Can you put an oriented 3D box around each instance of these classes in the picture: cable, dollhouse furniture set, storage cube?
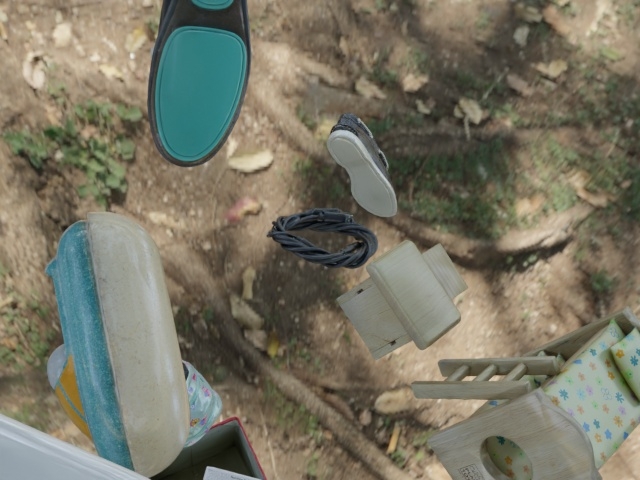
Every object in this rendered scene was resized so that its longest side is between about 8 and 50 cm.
[{"bbox_3d":[0.000,0.000,1.723,0.185,0.047,0.150,-1,36,-24],"label":"cable"},{"bbox_3d":[0.133,0.042,0.617,0.182,0.101,0.161,-31,86,-42],"label":"dollhouse furniture set"},{"bbox_3d":[-0.193,0.450,1.801,0.184,0.193,0.215,-21,69,-15],"label":"storage cube"}]

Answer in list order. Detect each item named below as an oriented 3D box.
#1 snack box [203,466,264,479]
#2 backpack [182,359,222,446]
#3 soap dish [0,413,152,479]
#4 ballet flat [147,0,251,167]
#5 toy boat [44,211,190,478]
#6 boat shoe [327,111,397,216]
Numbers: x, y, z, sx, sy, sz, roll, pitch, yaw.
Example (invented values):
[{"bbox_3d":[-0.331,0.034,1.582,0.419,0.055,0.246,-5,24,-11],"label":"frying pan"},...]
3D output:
[{"bbox_3d":[-0.051,0.299,1.131,0.178,0.022,0.064,10,75,20],"label":"snack box"},{"bbox_3d":[-0.233,0.230,1.538,0.115,0.182,0.152,42,70,-33],"label":"backpack"},{"bbox_3d":[-0.235,0.232,0.600,0.229,0.118,0.291,20,34,12],"label":"soap dish"},{"bbox_3d":[-0.084,-0.152,0.730,0.074,0.074,0.203,6,91,-2],"label":"ballet flat"},{"bbox_3d":[-0.224,0.119,1.082,0.148,0.318,0.267,-11,80,-10],"label":"toy boat"},{"bbox_3d":[0.045,-0.073,1.020,0.046,0.125,0.038,-7,48,33],"label":"boat shoe"}]
